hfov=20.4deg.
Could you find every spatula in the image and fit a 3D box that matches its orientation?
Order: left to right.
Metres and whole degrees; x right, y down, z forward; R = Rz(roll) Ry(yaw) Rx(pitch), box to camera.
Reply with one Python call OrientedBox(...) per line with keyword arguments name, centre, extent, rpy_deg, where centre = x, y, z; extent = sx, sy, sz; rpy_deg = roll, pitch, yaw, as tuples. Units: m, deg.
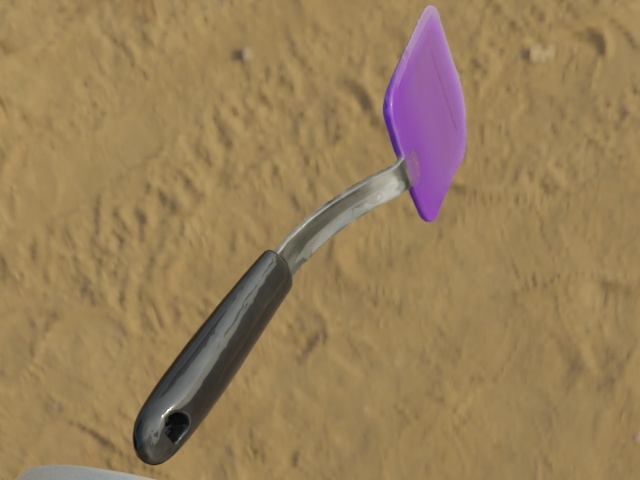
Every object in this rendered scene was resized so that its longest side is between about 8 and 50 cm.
OrientedBox(name="spatula", centre=(0.000, 0.000, 0.837), extent=(0.030, 0.084, 0.296), rpy_deg=(9, 44, 38))

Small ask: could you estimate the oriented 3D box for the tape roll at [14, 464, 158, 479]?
OrientedBox(name="tape roll", centre=(-0.007, 0.238, 1.005), extent=(0.392, 0.392, 0.072), rpy_deg=(17, 70, 12))
